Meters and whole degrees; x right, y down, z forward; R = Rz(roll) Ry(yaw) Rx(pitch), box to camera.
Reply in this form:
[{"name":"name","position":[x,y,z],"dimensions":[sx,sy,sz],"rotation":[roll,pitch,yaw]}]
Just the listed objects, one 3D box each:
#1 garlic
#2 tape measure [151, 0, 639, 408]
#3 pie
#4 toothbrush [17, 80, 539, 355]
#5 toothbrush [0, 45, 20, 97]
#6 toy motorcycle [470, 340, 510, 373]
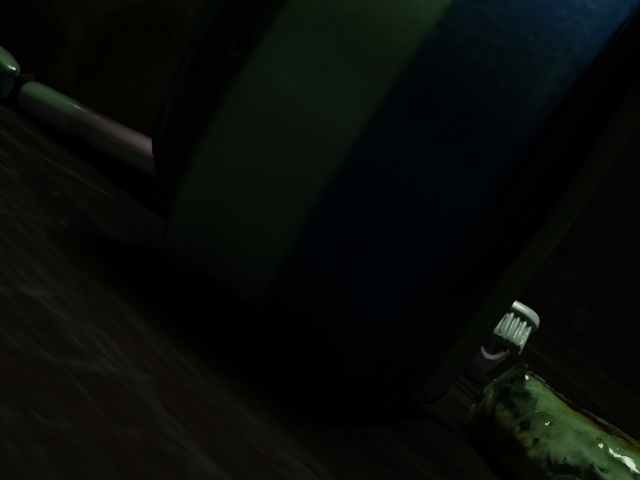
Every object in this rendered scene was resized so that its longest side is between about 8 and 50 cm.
[{"name":"garlic","position":[-0.042,-0.112,1.028],"dimensions":[0.256,0.207,0.207],"rotation":[21,11,-26]},{"name":"tape measure","position":[0.044,-0.061,0.803],"dimensions":[0.138,0.259,0.262],"rotation":[35,12,13]},{"name":"pie","position":[0.177,0.141,0.961],"dimensions":[0.240,0.054,0.240],"rotation":[35,2,-1]},{"name":"toothbrush","position":[-0.025,-0.013,0.952],"dimensions":[0.286,0.025,0.020],"rotation":[25,-36,6]},{"name":"toothbrush","position":[-0.197,-0.118,1.043],"dimensions":[0.017,0.022,0.204],"rotation":[14,15,-31]},{"name":"toy motorcycle","position":[0.024,-0.035,1.210],"dimensions":[0.327,0.143,0.188],"rotation":[50,6,-26]}]
